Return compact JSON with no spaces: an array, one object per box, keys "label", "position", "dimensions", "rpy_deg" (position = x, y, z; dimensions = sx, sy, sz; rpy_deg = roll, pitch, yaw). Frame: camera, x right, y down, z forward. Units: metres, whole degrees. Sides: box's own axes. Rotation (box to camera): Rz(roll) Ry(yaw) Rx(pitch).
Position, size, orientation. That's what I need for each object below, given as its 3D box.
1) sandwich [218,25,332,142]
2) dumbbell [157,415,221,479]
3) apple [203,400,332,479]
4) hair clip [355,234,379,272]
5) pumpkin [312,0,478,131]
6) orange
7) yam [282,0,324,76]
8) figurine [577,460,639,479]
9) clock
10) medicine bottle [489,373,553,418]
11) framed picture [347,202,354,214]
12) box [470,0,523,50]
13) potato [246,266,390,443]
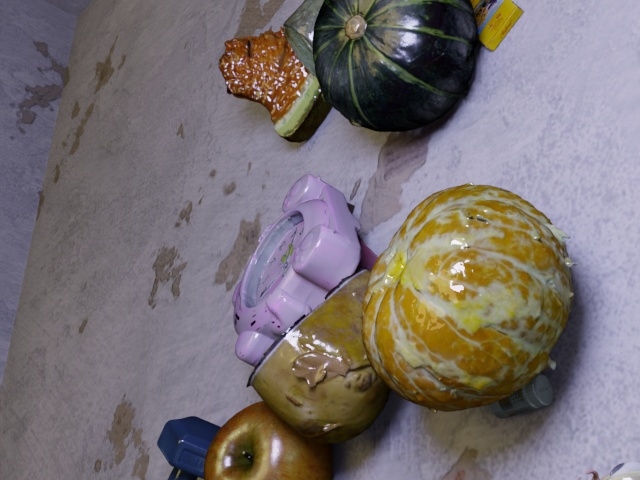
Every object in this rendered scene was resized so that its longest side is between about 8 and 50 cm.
[{"label":"sandwich","position":[-0.089,-0.369,1.986],"dimensions":[0.301,0.162,0.250],"rpy_deg":[25,99,18]},{"label":"dumbbell","position":[-0.299,0.526,1.809],"dimensions":[0.144,0.160,0.325],"rpy_deg":[26,96,26]},{"label":"apple","position":[-0.085,0.398,1.550],"dimensions":[0.237,0.207,0.237],"rpy_deg":[-16,60,29]},{"label":"hair clip","position":[0.079,0.034,1.658],"dimensions":[0.054,0.022,0.137],"rpy_deg":[-62,33,16]},{"label":"pumpkin","position":[0.132,-0.352,1.587],"dimensions":[0.323,0.241,0.323],"rpy_deg":[-15,69,46]},{"label":"orange","position":[0.201,0.083,1.227],"dimensions":[0.329,0.249,0.329],"rpy_deg":[-62,7,14]},{"label":"yam","position":[0.055,-0.462,1.786],"dimensions":[0.268,0.161,0.161],"rpy_deg":[-46,35,1]},{"label":"figurine","position":[0.299,0.321,0.844],"dimensions":[0.226,0.394,0.274],"rpy_deg":[-61,37,10]},{"label":"clock","position":[-0.057,0.062,1.666],"dimensions":[0.322,0.113,0.295],"rpy_deg":[-53,23,20]},{"label":"medicine bottle","position":[0.280,0.218,1.242],"dimensions":[0.083,0.047,0.047],"rpy_deg":[-31,48,44]},{"label":"framed picture","position":[0.000,0.000,1.789],"dimensions":[0.128,0.023,0.168],"rpy_deg":[13,83,56]},{"label":"box","position":[0.298,-0.412,1.597],"dimensions":[0.087,0.023,0.155],"rpy_deg":[-51,37,20]},{"label":"potato","position":[0.042,0.204,1.468],"dimensions":[0.300,0.196,0.246],"rpy_deg":[-41,-11,-39]}]
